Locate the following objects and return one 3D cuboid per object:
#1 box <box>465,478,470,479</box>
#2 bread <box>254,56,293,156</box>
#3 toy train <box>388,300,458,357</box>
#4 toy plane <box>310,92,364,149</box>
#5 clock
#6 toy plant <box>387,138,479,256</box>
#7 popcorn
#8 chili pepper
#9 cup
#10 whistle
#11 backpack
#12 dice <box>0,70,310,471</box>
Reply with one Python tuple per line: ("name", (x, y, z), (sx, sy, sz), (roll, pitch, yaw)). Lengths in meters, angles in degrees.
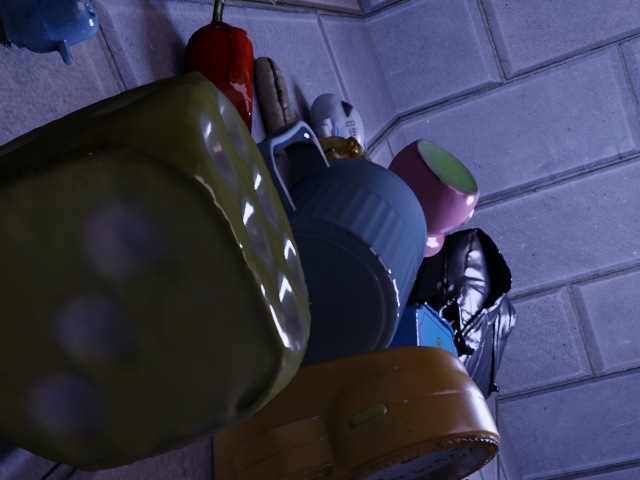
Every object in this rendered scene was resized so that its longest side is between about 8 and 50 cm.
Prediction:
("box", (0.195, 0.615, 1.136), (0.264, 0.115, 0.415), (-59, 147, -67))
("bread", (-0.086, -0.267, 1.412), (0.073, 0.053, 0.214), (20, 55, -64))
("toy train", (0.168, 0.264, 1.422), (0.300, 0.188, 0.265), (42, 45, -56))
("toy plane", (0.055, -0.215, 1.691), (0.267, 0.122, 0.267), (57, 21, -36))
("clock", (0.051, 0.242, 0.898), (0.244, 0.317, 0.200), (43, 27, -57))
("toy plant", (0.160, -0.025, 1.528), (0.210, 0.356, 0.317), (35, 31, -23))
("popcorn", (0.031, -0.124, 1.439), (0.170, 0.180, 0.180), (29, 46, -73))
("chili pepper", (-0.147, -0.211, 1.087), (0.110, 0.110, 0.388), (39, 42, -61))
("cup", (0.020, 0.005, 1.080), (0.311, 0.256, 0.331), (-56, 152, -67))
("whistle", (-0.295, -0.301, 0.721), (0.180, 0.093, 0.269), (166, -93, -83))
("backpack", (0.343, 0.185, 1.795), (0.363, 0.254, 0.446), (46, 52, -53))
("dice", (-0.151, 0.016, 0.584), (0.227, 0.233, 0.238), (-86, 156, -67))
